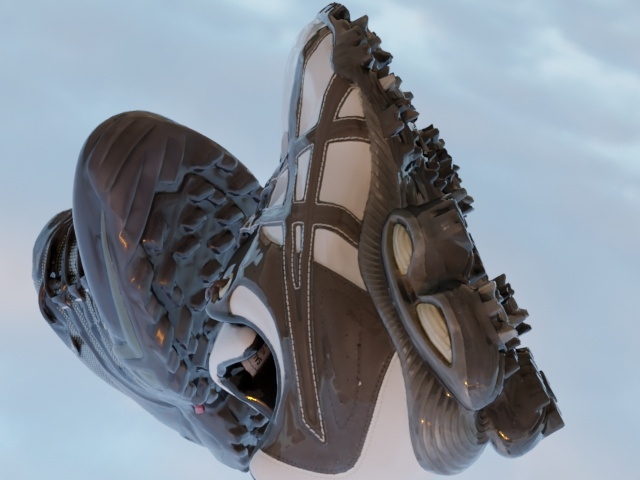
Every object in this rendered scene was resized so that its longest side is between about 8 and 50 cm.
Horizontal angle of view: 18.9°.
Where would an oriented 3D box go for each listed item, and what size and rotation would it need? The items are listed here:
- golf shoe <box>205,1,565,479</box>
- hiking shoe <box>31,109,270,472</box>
[{"bbox_3d":[0.000,0.000,0.577,0.077,0.094,0.198,53,-168,-34],"label":"golf shoe"},{"bbox_3d":[-0.078,0.019,0.770,0.114,0.227,0.086,22,-116,20],"label":"hiking shoe"}]
